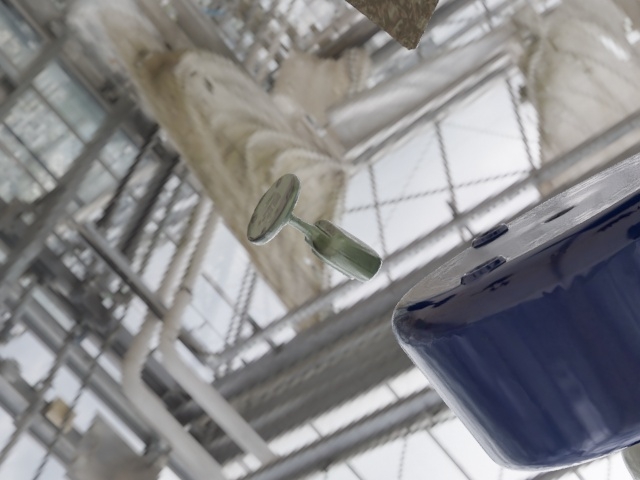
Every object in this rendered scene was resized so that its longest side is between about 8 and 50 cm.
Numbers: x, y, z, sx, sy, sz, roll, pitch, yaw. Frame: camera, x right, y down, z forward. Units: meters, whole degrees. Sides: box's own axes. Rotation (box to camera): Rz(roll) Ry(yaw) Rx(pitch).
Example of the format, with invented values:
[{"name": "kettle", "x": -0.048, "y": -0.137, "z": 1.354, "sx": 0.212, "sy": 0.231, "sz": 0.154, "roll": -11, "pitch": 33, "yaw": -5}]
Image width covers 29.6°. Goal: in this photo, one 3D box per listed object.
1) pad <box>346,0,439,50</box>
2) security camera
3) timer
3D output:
[{"name": "pad", "x": 0.009, "y": -0.248, "z": 0.764, "sx": 0.003, "sy": 0.235, "sz": 0.158, "roll": -17, "pitch": 141, "yaw": -50}, {"name": "security camera", "x": 0.000, "y": 0.000, "z": 0.833, "sx": 0.058, "sy": 0.092, "sz": 0.058, "roll": -44, "pitch": -155, "yaw": 27}, {"name": "timer", "x": 0.249, "y": 0.144, "z": 0.805, "sx": 0.270, "sy": 0.383, "sz": 0.270, "roll": -29, "pitch": -179, "yaw": 1}]
